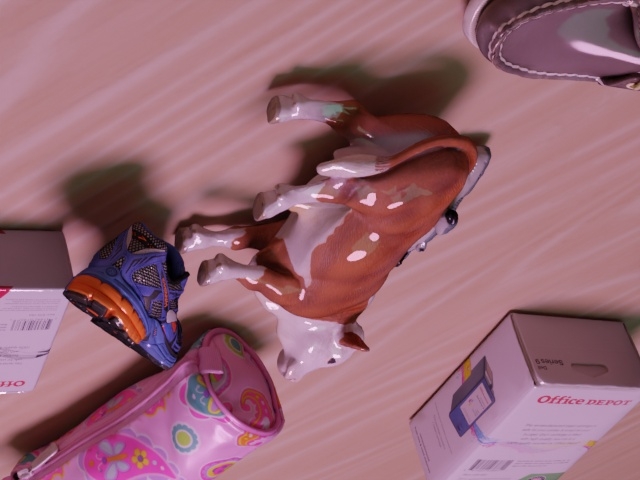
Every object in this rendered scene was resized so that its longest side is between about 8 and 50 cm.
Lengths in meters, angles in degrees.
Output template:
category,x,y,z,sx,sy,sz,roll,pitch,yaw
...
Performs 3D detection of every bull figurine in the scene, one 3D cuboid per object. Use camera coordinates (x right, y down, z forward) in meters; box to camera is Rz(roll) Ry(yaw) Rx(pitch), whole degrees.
category,x,y,z,sx,sy,sz,roll,pitch,yaw
bull figurine,0.000,0.000,1.288,0.188,0.101,0.310,8,138,-28

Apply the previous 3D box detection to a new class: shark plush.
category,x,y,z,sx,sy,sz,roll,pitch,yaw
shark plush,0.097,-0.017,1.353,0.067,0.073,0.161,-33,152,-35

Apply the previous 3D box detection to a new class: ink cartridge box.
category,x,y,z,sx,sy,sz,roll,pitch,yaw
ink cartridge box,-0.273,0.060,1.289,0.109,0.063,0.150,1,142,-26
ink cartridge box,0.215,0.173,1.635,0.154,0.093,0.212,5,142,-30

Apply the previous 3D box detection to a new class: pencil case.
category,x,y,z,sx,sy,sz,roll,pitch,yaw
pencil case,-0.170,0.196,1.481,0.284,0.124,0.124,-33,143,25

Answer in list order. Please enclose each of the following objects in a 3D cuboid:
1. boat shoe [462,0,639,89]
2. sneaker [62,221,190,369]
category,x,y,z,sx,sy,sz,roll,pitch,yaw
boat shoe,0.270,-0.160,1.181,0.325,0.096,0.116,-6,145,-16
sneaker,-0.139,0.045,1.288,0.087,0.083,0.221,-55,173,-9
